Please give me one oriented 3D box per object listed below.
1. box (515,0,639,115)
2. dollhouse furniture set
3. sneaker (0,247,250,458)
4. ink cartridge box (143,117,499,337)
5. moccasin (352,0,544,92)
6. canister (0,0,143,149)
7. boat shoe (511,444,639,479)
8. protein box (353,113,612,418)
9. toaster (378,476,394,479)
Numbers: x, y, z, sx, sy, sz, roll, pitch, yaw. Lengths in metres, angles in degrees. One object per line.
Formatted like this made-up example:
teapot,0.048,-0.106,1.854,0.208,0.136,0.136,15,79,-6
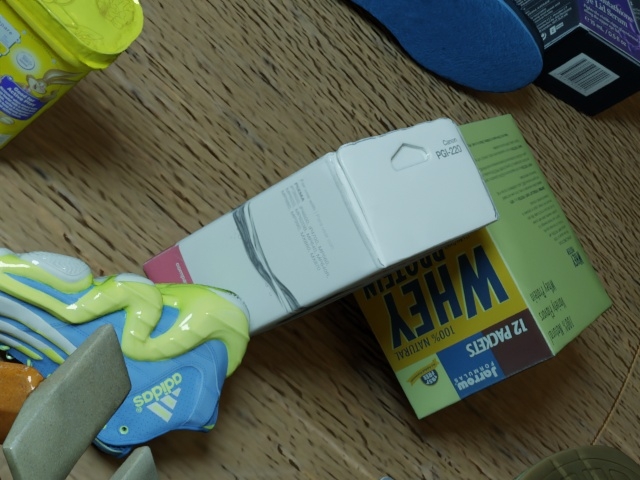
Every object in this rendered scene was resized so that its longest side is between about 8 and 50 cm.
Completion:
box,0.303,-0.277,1.531,0.153,0.108,0.207,22,53,-35
dollhouse furniture set,-0.202,0.130,0.689,0.135,0.262,0.259,-54,142,-49
sneaker,-0.162,0.078,0.861,0.240,0.091,0.126,10,81,-21
ink cartridge box,0.000,0.000,0.972,0.158,0.218,0.092,-20,82,-49
moccasin,0.101,-0.281,1.309,0.342,0.137,0.117,34,42,-28
canister,-0.217,-0.139,0.872,0.126,0.170,0.073,47,42,-15
boat shoe,0.120,0.242,0.867,0.341,0.110,0.122,-23,73,-46
protein box,0.127,0.015,1.128,0.201,0.136,0.200,62,27,4
toaster,0.031,0.273,0.925,0.168,0.110,0.186,-4,70,-46
